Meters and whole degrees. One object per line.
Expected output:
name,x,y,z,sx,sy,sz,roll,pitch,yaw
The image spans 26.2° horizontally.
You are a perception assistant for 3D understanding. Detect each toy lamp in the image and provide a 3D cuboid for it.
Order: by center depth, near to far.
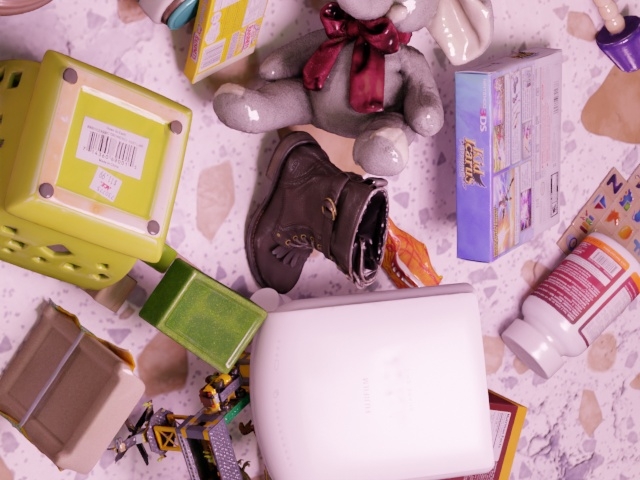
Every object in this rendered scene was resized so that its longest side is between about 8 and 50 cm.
toy lamp,0.416,-0.371,2.050,0.080,0.080,0.275,-41,119,-15

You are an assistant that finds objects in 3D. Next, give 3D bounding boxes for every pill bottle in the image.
pill bottle,-0.054,0.113,1.889,0.065,0.065,0.116,-50,143,-10
pill bottle,0.391,0.102,2.130,0.221,0.121,0.121,-44,120,-7

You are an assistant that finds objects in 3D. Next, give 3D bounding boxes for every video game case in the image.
video game case,0.272,-0.128,1.980,0.244,0.061,0.270,-25,117,-55

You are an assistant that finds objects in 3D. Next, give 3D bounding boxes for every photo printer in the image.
photo printer,0.062,0.194,1.792,0.307,0.107,0.256,-5,89,-11

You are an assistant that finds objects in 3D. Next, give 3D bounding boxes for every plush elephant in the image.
plush elephant,0.067,-0.261,1.771,0.330,0.271,0.255,-27,132,-52

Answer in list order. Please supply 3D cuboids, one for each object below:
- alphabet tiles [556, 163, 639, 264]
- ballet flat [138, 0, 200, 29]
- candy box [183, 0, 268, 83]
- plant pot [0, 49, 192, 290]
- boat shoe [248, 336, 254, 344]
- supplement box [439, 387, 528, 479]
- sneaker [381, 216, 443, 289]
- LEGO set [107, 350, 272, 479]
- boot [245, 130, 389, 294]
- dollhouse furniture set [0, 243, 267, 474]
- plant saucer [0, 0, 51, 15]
alphabet tiles,0.504,-0.029,2.233,0.198,0.009,0.237,43,80,-31
ballet flat,-0.079,-0.421,1.724,0.400,0.139,0.139,-38,119,-16
candy box,-0.110,-0.283,1.707,0.105,0.027,0.206,-35,163,-30
plant pot,-0.284,-0.086,1.601,0.228,0.207,0.227,21,71,-31
boat shoe,-0.137,0.090,1.871,0.049,0.042,0.133,-36,121,11
supplement box,0.157,0.266,1.998,0.194,0.191,0.129,11,96,-32
sneaker,0.117,0.015,1.997,0.067,0.064,0.175,-57,130,-29
LEGO set,-0.150,0.309,1.875,0.255,0.192,0.331,-50,130,-45
boot,0.000,0.000,1.799,0.091,0.229,0.263,-7,122,-30
dollhouse furniture set,-0.249,0.148,1.744,0.301,0.197,0.151,-56,138,-3
plant saucer,-0.375,-0.389,1.536,0.278,0.041,0.278,11,73,-38
